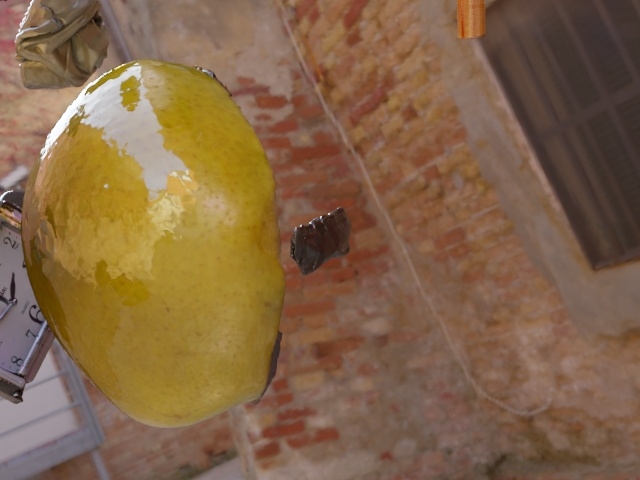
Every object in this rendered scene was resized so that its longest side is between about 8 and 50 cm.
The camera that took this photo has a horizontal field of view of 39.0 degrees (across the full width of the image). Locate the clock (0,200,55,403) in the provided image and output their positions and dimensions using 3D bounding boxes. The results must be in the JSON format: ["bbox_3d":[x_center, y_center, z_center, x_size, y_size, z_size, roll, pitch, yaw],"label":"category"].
[{"bbox_3d":[-0.444,0.082,1.244,0.083,0.186,0.253,-29,34,50],"label":"clock"}]

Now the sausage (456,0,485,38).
[{"bbox_3d":[0.156,-0.266,0.941,0.031,0.107,0.031,-4,17,1],"label":"sausage"}]

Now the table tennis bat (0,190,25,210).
[{"bbox_3d":[-0.538,-0.024,1.668,0.027,0.150,0.236,-52,13,20],"label":"table tennis bat"}]

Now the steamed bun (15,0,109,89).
[{"bbox_3d":[-0.433,-0.352,1.554,0.144,0.218,0.211,20,-4,-11],"label":"steamed bun"}]

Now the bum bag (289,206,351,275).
[{"bbox_3d":[0.000,0.000,1.552,0.049,0.087,0.197,-7,11,31],"label":"bum bag"}]

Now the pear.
[{"bbox_3d":[-0.206,0.010,0.955,0.191,0.387,0.340,-6,-11,-40],"label":"pear"}]
